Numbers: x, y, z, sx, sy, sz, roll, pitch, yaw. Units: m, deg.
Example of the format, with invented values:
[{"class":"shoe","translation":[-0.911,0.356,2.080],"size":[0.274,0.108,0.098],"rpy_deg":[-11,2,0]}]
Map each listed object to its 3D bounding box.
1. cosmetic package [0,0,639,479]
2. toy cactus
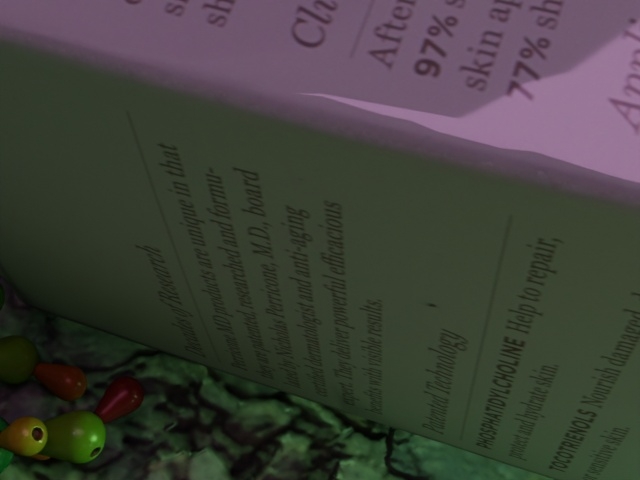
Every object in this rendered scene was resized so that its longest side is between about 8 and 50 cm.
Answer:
[{"class":"cosmetic package","translation":[0.042,-0.111,0.580],"size":[0.394,0.327,0.329],"rpy_deg":[17,66,12]},{"class":"toy cactus","translation":[-0.225,0.087,0.611],"size":[0.219,0.112,0.180],"rpy_deg":[30,60,1]}]
